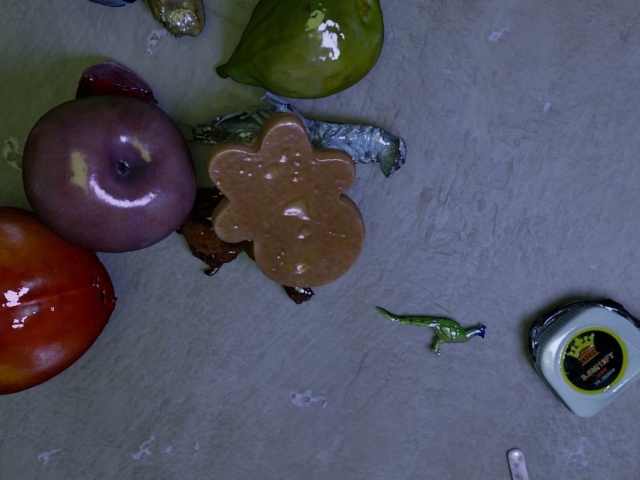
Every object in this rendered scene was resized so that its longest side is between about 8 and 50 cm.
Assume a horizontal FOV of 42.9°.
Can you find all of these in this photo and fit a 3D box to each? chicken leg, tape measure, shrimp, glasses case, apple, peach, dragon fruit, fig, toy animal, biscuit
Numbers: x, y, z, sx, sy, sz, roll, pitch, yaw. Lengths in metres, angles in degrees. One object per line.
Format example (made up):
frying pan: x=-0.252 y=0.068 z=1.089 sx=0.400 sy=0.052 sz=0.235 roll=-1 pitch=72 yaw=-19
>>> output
chicken leg: x=-0.283 y=-0.475 z=1.481 sx=0.103 sy=0.088 sz=0.227 roll=-19 pitch=103 yaw=19
tape measure: x=0.521 y=0.197 z=1.562 sx=0.235 sy=0.115 sz=0.207 roll=-40 pitch=97 yaw=1
shrimp: x=-0.052 y=-0.173 z=1.500 sx=0.411 sy=0.166 sz=0.221 roll=-3 pitch=123 yaw=-11
glasses case: x=0.403 y=0.464 z=1.658 sx=0.032 sy=0.021 sz=0.083 roll=-12 pitch=100 yaw=7
apple: x=-0.359 y=-0.120 z=1.420 sx=0.306 sy=0.235 sz=0.305 roll=4 pitch=82 yaw=-29
peach: x=-0.557 y=0.104 z=1.470 sx=0.370 sy=0.370 sz=0.370 roll=0 pitch=101 yaw=3
dragon fruit: x=-0.391 y=-0.278 z=1.529 sx=0.147 sy=0.096 sz=0.102 roll=21 pitch=115 yaw=-32
fig: x=-0.023 y=-0.351 z=1.462 sx=0.233 sy=0.233 sz=0.314 roll=45 pitch=143 yaw=-6
toy animal: x=0.214 y=0.185 z=1.607 sx=0.217 sy=0.041 sz=0.075 roll=9 pitch=100 yaw=5
biscuit: x=-0.052 y=-0.059 z=1.443 sx=0.275 sy=0.052 sz=0.355 roll=-28 pitch=127 yaw=9
chicken leg: x=-0.148 y=0.006 z=1.576 sx=0.323 sy=0.083 sz=0.177 roll=17 pitch=110 yaw=1

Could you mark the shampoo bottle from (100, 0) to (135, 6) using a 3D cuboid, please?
shampoo bottle: x=-0.400 y=-0.451 z=1.369 sx=0.129 sy=0.323 sz=0.084 roll=10 pitch=100 yaw=2
